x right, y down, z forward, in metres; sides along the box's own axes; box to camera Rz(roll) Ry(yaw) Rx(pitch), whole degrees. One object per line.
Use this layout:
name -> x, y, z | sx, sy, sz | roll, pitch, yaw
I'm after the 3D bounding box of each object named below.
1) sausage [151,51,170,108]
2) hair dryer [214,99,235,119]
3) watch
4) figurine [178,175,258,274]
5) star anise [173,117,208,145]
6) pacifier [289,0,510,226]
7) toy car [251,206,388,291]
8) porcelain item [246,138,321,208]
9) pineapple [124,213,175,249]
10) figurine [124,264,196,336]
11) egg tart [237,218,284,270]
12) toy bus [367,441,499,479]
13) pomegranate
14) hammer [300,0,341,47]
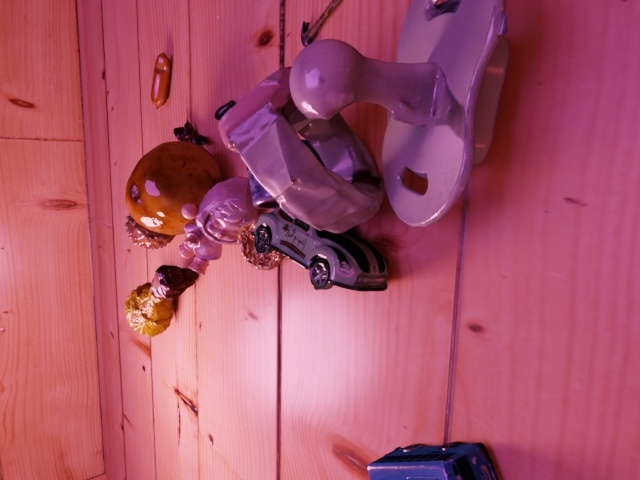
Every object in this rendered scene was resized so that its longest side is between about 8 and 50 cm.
sausage -> -0.522, -0.522, 1.478 | 0.062, 0.054, 0.183 | 20, 112, 14
hair dryer -> -0.239, -0.315, 1.177 | 0.079, 0.031, 0.083 | -22, 91, 42
watch -> -0.007, -0.124, 0.708 | 0.162, 0.253, 0.241 | -29, 95, 31
figurine -> -0.252, -0.036, 1.108 | 0.276, 0.200, 0.133 | -46, 30, 25
star anise -> -0.392, -0.271, 1.346 | 0.212, 0.054, 0.157 | 44, 126, 37
pacifier -> 0.091, -0.195, 0.588 | 0.288, 0.269, 0.343 | -132, 49, -70
toy car -> 0.000, 0.000, 0.824 | 0.306, 0.136, 0.125 | 24, 104, 48
porcelain item -> -0.067, -0.129, 0.879 | 0.147, 0.147, 0.114 | -14, 83, 52
pineapple -> -0.597, -0.042, 1.567 | 0.361, 0.175, 0.174 | -16, 82, 60
figurine -> -0.533, 0.176, 1.489 | 0.315, 0.168, 0.187 | -43, 35, 47
egg tart -> -0.131, 0.007, 1.041 | 0.129, 0.049, 0.128 | 9, 112, 24
toy bus -> 0.167, 0.365, 0.682 | 0.185, 0.106, 0.090 | -36, 65, 48
pomegranate -> -0.381, -0.140, 1.203 | 0.260, 0.261, 0.260 | 9, 102, 51
hammer -> 0.017, -0.431, 0.839 | 0.182, 0.017, 0.062 | -35, 68, 46
